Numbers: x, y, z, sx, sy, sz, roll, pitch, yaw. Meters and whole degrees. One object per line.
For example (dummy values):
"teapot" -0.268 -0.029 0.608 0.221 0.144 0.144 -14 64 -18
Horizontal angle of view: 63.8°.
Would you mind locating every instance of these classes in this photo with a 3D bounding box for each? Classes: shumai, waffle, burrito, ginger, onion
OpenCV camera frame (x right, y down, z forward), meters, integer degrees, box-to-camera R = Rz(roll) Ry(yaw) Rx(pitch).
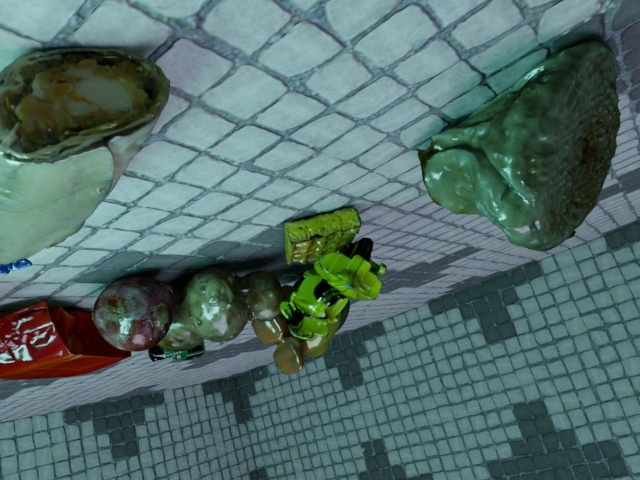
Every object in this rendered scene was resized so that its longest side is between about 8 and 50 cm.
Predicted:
"shumai" 0.293 -0.151 0.819 0.309 0.304 0.263 -3 -167 -44
"waffle" 0.000 0.000 1.143 0.160 0.055 0.211 -15 163 -9
"burrito" -0.280 -0.080 0.536 0.143 0.105 0.299 -14 165 -45
"ginger" -0.280 0.172 1.220 0.374 0.177 0.256 -20 167 15
"onion" -0.410 0.153 1.080 0.194 0.160 0.159 -3 169 20

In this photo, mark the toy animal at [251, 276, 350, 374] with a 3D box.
"toy animal" -0.025 0.202 1.432 0.191 0.216 0.338 -37 178 29

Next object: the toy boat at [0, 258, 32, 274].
"toy boat" -0.473 0.038 0.704 0.091 0.110 0.175 -17 162 -1

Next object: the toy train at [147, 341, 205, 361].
"toy train" -0.428 0.294 1.519 0.227 0.136 0.091 -10 162 -32

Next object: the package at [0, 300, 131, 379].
"package" -0.610 0.244 1.206 0.195 0.123 0.423 -19 165 -3

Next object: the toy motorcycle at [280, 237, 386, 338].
"toy motorcycle" 0.012 0.115 1.159 0.142 0.206 0.342 24 152 -13
